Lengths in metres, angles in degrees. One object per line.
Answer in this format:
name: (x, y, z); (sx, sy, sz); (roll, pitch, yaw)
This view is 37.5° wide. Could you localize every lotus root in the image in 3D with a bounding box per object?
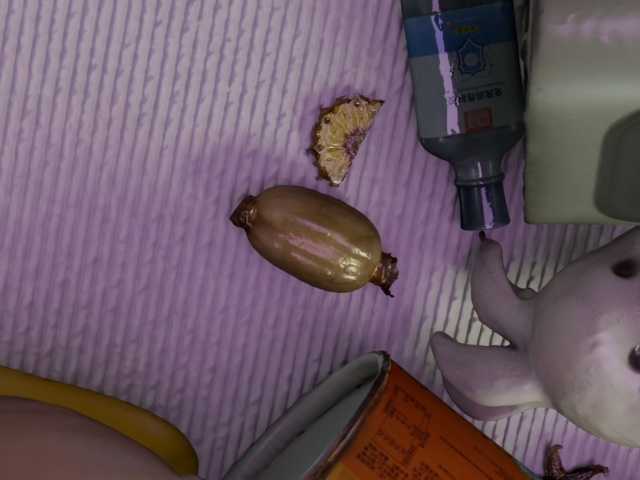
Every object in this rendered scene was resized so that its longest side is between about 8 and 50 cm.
lotus root: (0.000, 0.000, 0.759); (0.150, 0.062, 0.073); (25, 102, -12)

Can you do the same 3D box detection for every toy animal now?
toy animal: (-0.212, 0.225, 0.643); (0.277, 0.345, 0.247); (20, 84, -45)
toy animal: (0.265, 0.083, 0.736); (0.309, 0.247, 0.183); (7, 81, -25)

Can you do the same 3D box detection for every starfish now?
starfish: (0.211, 0.223, 0.846); (0.091, 0.028, 0.078); (21, 89, -9)

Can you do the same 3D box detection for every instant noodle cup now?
instant noodle cup: (0.043, 0.233, 0.706); (0.296, 0.296, 0.214); (-44, 94, 0)

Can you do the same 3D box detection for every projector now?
projector: (0.261, -0.153, 0.622); (0.249, 0.248, 0.249); (1, 65, 13)

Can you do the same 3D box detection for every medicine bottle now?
medicine bottle: (0.121, -0.113, 0.763); (0.090, 0.054, 0.209); (-11, 101, -7)

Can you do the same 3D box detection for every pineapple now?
pineapple: (0.014, -0.087, 0.770); (0.045, 0.019, 0.083); (26, 94, -18)
